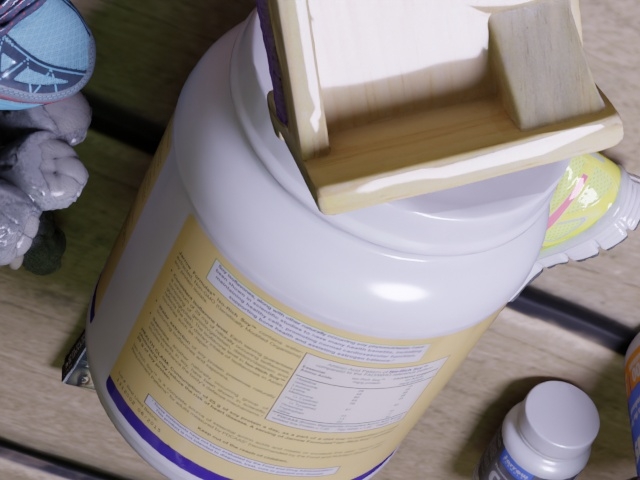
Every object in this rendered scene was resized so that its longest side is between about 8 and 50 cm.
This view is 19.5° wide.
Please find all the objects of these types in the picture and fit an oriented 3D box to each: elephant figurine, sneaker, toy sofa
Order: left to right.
[{"bbox_3d":[-0.255,-0.027,1.240,0.186,0.169,0.239,42,149,-6],"label":"elephant figurine"},{"bbox_3d":[-0.202,-0.162,1.060,0.125,0.104,0.262,-2,148,37],"label":"sneaker"},{"bbox_3d":[0.025,-0.210,0.826,0.150,0.177,0.362,-15,122,-8],"label":"toy sofa"},{"bbox_3d":[0.122,-0.013,1.319,0.208,0.081,0.094,-33,125,27],"label":"sneaker"}]

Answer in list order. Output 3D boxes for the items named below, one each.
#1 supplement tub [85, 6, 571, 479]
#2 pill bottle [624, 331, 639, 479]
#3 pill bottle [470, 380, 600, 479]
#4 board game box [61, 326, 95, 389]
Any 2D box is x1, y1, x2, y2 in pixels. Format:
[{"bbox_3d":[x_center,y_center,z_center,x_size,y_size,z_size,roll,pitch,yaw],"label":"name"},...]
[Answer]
[{"bbox_3d":[0.000,0.000,1.191,0.241,0.241,0.331,12,141,-16],"label":"supplement tub"},{"bbox_3d":[0.320,0.194,1.423,0.152,0.272,0.152,0,142,0],"label":"pill bottle"},{"bbox_3d":[0.181,0.181,1.564,0.078,0.078,0.137,8,142,-11],"label":"pill bottle"},{"bbox_3d":[-0.114,0.071,1.460,0.126,0.026,0.186,15,140,-20],"label":"board game box"}]
